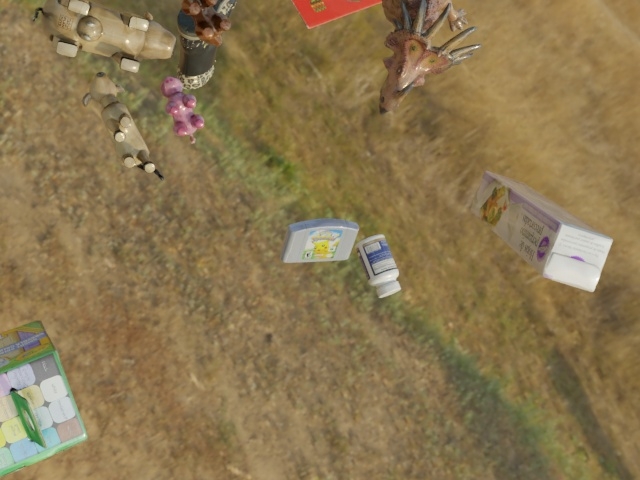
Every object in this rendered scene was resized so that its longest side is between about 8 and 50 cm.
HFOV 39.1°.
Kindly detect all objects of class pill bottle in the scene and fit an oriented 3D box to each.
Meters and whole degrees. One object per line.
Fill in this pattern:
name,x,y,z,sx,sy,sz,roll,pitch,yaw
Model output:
pill bottle,0.122,0.053,1.857,0.067,0.067,0.120,-2,68,-58

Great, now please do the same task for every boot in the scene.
boot,-0.223,-0.430,1.796,0.085,0.179,0.236,23,55,3

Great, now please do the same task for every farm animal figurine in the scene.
farm animal figurine,-0.323,-0.309,1.492,0.326,0.330,0.172,30,7,-29

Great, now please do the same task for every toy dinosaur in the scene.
toy dinosaur,0.125,-0.316,1.089,0.200,0.127,0.296,-86,172,-62

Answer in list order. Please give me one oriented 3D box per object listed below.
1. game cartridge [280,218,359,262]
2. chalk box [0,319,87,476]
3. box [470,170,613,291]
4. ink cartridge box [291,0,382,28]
game cartridge,0.000,0.000,0.999,0.083,0.056,0.017,-3,41,-22
chalk box,-0.386,0.205,1.147,0.213,0.132,0.133,22,-50,65
box,0.258,-0.021,1.101,0.067,0.063,0.324,15,13,-9
ink cartridge box,0.022,-0.519,1.584,0.275,0.060,0.239,-29,84,-34
